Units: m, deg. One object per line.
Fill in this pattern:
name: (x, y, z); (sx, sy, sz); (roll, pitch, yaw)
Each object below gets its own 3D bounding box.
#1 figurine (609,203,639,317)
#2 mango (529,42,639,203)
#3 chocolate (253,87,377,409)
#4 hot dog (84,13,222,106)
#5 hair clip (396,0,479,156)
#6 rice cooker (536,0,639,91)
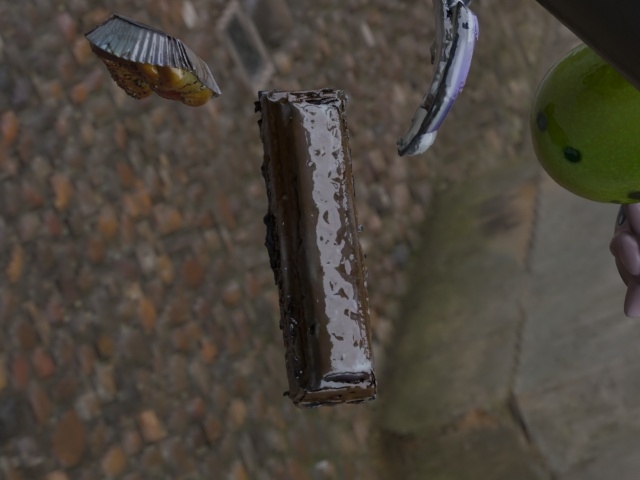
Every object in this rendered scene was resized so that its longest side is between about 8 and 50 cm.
figurine: (0.441, -0.007, 1.895); (0.186, 0.287, 0.176); (-145, -140, -70)
mango: (0.319, -0.124, 1.643); (0.175, 0.293, 0.143); (50, 53, -21)
chocolate: (-0.002, -0.001, 1.713); (0.065, 0.102, 0.329); (117, -32, -73)
hot dog: (-0.147, -0.154, 1.533); (0.191, 0.108, 0.059); (40, 71, -82)
hair clip: (0.105, -0.163, 1.547); (0.116, 0.049, 0.172); (112, -10, -64)
rice cooker: (0.229, -0.226, 0.983); (0.277, 0.288, 0.288); (46, 14, 20)
